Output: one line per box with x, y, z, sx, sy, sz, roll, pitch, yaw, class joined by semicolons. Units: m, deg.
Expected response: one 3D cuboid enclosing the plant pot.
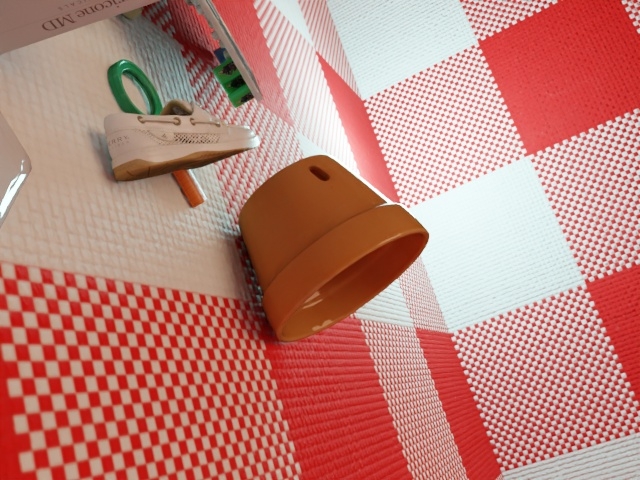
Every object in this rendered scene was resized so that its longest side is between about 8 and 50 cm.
0.000;0.000;1.070;0.204;0.291;0.291;54;14;17;plant pot

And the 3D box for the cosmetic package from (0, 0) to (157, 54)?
-0.297;-0.338;0.538;0.385;0.217;0.156;62;9;-72;cosmetic package

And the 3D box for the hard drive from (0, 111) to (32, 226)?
-0.311;-0.052;0.469;0.308;0.040;0.203;-96;170;-53;hard drive

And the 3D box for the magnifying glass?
-0.234;-0.153;0.958;0.231;0.026;0.092;60;19;-14;magnifying glass

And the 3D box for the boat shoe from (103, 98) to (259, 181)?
-0.181;-0.150;0.909;0.277;0.098;0.096;-24;95;-61;boat shoe

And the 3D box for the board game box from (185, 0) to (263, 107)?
-0.228;-0.425;1.113;0.390;0.050;0.390;59;4;-22;board game box

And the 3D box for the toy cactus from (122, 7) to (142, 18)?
-0.309;-0.397;0.946;0.219;0.112;0.180;65;6;26;toy cactus
